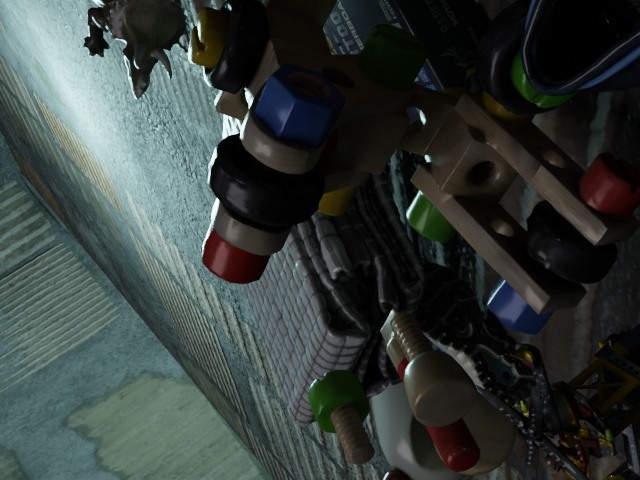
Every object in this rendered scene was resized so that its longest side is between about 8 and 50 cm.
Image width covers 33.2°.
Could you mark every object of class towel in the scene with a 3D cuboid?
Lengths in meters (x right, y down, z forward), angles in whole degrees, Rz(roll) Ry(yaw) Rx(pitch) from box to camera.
[{"bbox_3d":[0.000,0.000,0.993,0.235,0.121,0.283,105,146,-59],"label":"towel"}]

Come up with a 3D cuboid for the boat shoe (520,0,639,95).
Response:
[{"bbox_3d":[0.132,-0.121,0.335,0.109,0.089,0.258,51,159,25],"label":"boat shoe"}]

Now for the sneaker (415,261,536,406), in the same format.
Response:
[{"bbox_3d":[0.129,0.094,1.008,0.162,0.063,0.073,53,166,10],"label":"sneaker"}]

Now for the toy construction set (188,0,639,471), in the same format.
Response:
[{"bbox_3d":[0.037,-0.040,0.665,0.237,0.257,0.308,-117,20,-50],"label":"toy construction set"}]

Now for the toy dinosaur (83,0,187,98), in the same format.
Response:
[{"bbox_3d":[-0.250,-0.314,1.247,0.313,0.121,0.160,62,150,-4],"label":"toy dinosaur"}]

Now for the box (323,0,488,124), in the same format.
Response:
[{"bbox_3d":[0.027,-0.185,0.780,0.232,0.059,0.183,60,163,-13],"label":"box"}]

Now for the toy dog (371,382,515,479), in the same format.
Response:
[{"bbox_3d":[0.052,0.158,1.158,0.334,0.161,0.220,43,158,35],"label":"toy dog"}]

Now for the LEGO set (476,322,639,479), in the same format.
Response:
[{"bbox_3d":[0.246,0.210,0.684,0.331,0.192,0.255,40,157,42],"label":"LEGO set"}]
